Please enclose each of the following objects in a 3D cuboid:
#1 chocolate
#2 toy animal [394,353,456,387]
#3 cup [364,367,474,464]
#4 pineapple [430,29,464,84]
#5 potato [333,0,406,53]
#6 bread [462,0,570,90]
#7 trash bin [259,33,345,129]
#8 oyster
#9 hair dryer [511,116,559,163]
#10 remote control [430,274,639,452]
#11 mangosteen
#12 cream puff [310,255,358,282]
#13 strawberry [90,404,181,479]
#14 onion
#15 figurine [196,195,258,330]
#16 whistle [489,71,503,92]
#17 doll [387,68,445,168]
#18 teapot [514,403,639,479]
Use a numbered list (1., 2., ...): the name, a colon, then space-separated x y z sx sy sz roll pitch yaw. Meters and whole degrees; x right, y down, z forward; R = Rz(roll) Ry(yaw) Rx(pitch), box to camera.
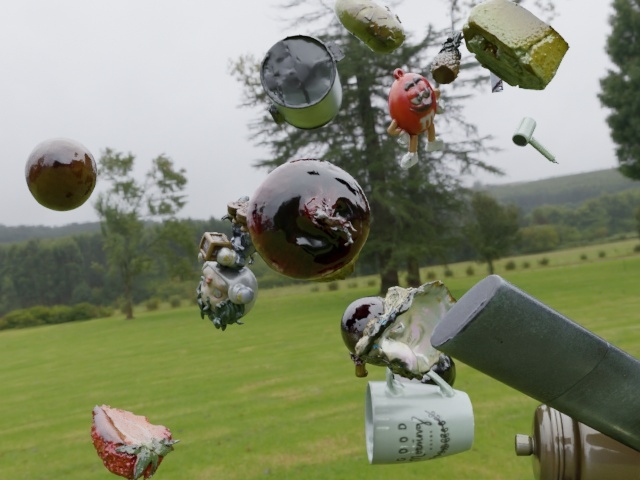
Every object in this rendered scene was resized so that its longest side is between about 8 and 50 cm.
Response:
1. chocolate: -0.571 -0.150 1.390 0.177 0.176 0.177 -9 1 0
2. toy animal: 0.271 0.414 1.646 0.187 0.234 0.165 -15 -29 33
3. cup: 0.225 0.384 1.450 0.234 0.257 0.186 -2 22 -1
4. pineapple: 0.316 -0.450 1.540 0.074 0.159 0.074 15 -34 10
5. potato: 0.168 -0.759 2.179 0.141 0.298 0.176 -53 -15 27
6. bread: 0.458 -0.471 1.536 0.257 0.124 0.186 33 -7 -4
7. trash bin: -0.049 -0.467 1.901 0.277 0.217 0.262 -32 -6 4
8. oyster: 0.178 0.182 1.222 0.092 0.198 0.260 7 21 44
9. hair dryer: 0.475 -0.209 1.373 0.063 0.124 0.038 -57 9 -30
10. remote control: 0.298 0.155 0.719 0.378 0.107 0.044 28 22 -22
11. mangosteen: 0.155 0.294 1.877 0.236 0.261 0.235 25 13 -6
12. cream puff: -0.004 0.016 1.799 0.244 0.244 0.196 -10 -29 -34
13. strawberry: -0.446 0.447 1.394 0.228 0.097 0.174 18 5 23
14. onion: -0.018 -0.050 1.350 0.273 0.272 0.285 -9 -2 -13
15. figurine: -0.262 0.081 1.836 0.186 0.381 0.261 1 27 -26
16. whistle: 0.486 -0.493 1.765 0.033 0.176 0.033 -1 -15 0
17. doll: 0.221 -0.290 1.438 0.183 0.217 0.085 -32 28 -33
18. teapot: 0.375 0.315 0.918 0.176 0.185 0.267 -1 35 12
